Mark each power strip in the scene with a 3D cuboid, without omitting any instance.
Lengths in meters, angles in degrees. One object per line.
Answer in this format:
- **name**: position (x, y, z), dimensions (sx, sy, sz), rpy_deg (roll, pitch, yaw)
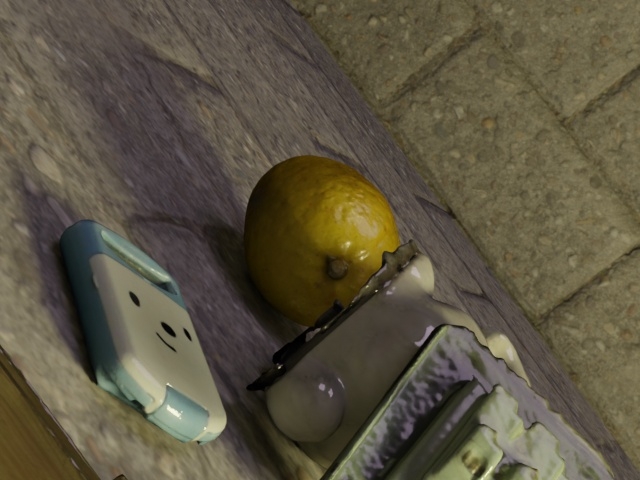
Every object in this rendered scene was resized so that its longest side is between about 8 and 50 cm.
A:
- **power strip**: position (0.125, 0.184, 0.984), dimensions (0.198, 0.213, 0.064), rpy_deg (41, -31, -1)

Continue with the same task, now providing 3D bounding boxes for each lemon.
- **lemon**: position (0.000, 0.000, 1.350), dimensions (0.170, 0.170, 0.207), rpy_deg (46, 10, -26)

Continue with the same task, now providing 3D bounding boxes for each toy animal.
- **toy animal**: position (0.117, 0.191, 1.133), dimensions (0.357, 0.194, 0.258), rpy_deg (49, 52, 0)

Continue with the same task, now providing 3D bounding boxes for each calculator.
- **calculator**: position (-0.133, 0.065, 0.959), dimensions (0.121, 0.039, 0.210), rpy_deg (43, 14, -41)

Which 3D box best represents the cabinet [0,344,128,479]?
- **cabinet**: position (-0.194, 0.076, 0.424), dimensions (0.174, 0.148, 0.215), rpy_deg (52, 11, 4)
